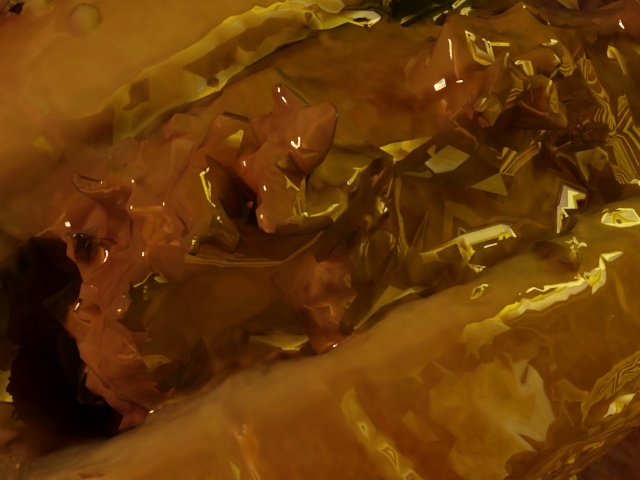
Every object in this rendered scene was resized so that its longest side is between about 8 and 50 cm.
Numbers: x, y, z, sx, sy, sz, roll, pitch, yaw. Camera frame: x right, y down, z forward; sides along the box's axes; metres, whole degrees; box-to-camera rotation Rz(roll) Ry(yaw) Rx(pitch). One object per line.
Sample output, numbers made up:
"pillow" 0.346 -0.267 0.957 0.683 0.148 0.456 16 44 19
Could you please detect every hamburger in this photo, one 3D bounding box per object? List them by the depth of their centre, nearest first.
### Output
"hamburger" 0.000 0.000 0.583 0.268 0.445 0.287 57 -40 12
